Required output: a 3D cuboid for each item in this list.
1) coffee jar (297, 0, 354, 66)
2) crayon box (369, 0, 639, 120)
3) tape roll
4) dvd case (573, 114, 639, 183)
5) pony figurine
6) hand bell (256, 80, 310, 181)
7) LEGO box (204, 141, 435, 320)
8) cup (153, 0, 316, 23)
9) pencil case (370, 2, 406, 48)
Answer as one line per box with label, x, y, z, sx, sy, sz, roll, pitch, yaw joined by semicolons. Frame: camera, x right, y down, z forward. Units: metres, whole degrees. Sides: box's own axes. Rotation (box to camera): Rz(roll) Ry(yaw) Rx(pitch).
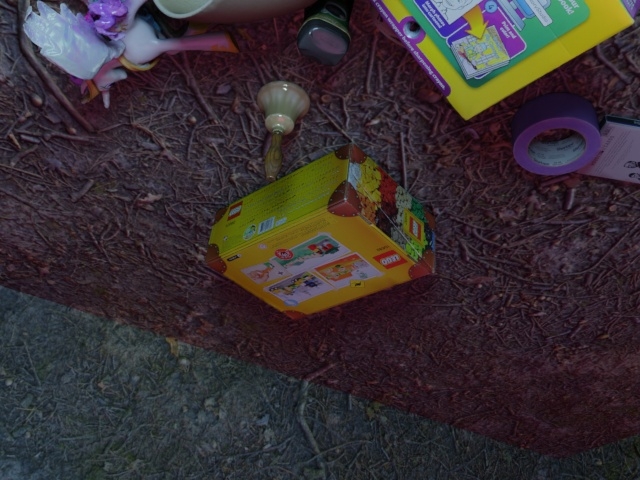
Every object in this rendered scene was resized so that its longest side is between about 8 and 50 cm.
coffee jar;0.011;-0.416;1.330;0.096;0.184;0.079;23;142;-21
crayon box;0.246;-0.410;1.080;0.363;0.106;0.313;48;137;-13
tape roll;0.529;-0.237;1.591;0.189;0.080;0.189;4;145;3
dvd case;0.739;-0.204;1.647;0.239;0.029;0.179;10;145;-3
pony figurine;-0.391;-0.420;1.359;0.364;0.302;0.351;-21;147;11
hand bell;-0.096;-0.225;1.567;0.126;0.241;0.126;4;145;3
LEGO box;0.000;0.000;1.911;0.500;0.193;0.372;-22;136;34
cup;-0.105;-0.499;1.164;0.237;0.330;0.331;6;153;-43
pencil case;0.258;-0.500;1.192;0.184;0.159;0.410;24;141;-15
